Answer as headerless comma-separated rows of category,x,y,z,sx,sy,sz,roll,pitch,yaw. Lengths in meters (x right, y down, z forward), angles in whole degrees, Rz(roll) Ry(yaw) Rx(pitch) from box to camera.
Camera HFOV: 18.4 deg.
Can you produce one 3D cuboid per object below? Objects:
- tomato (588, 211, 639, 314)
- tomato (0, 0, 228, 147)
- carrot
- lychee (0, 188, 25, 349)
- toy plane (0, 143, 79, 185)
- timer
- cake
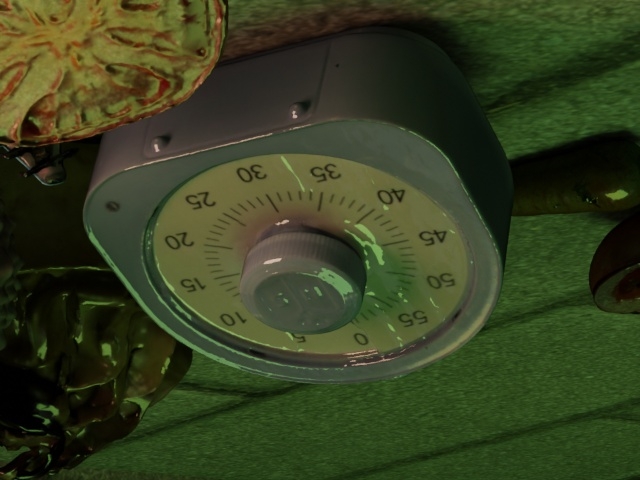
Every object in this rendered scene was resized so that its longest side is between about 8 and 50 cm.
tomato,0.423,0.009,2.307,0.228,0.112,0.199,11,150,-39
tomato,-0.189,-0.179,1.469,0.236,0.095,0.237,-7,133,-7
carrot,0.217,-0.051,2.140,0.298,0.078,0.078,-11,163,34
lychee,-0.481,0.044,1.750,0.432,0.380,0.380,-21,165,-9
toy plane,-0.240,-0.124,1.641,0.246,0.169,0.078,-40,161,-40
timer,0.000,0.000,1.835,0.394,0.173,0.395,5,138,5
cake,-0.281,0.089,2.039,0.332,0.321,0.332,-3,165,-1
